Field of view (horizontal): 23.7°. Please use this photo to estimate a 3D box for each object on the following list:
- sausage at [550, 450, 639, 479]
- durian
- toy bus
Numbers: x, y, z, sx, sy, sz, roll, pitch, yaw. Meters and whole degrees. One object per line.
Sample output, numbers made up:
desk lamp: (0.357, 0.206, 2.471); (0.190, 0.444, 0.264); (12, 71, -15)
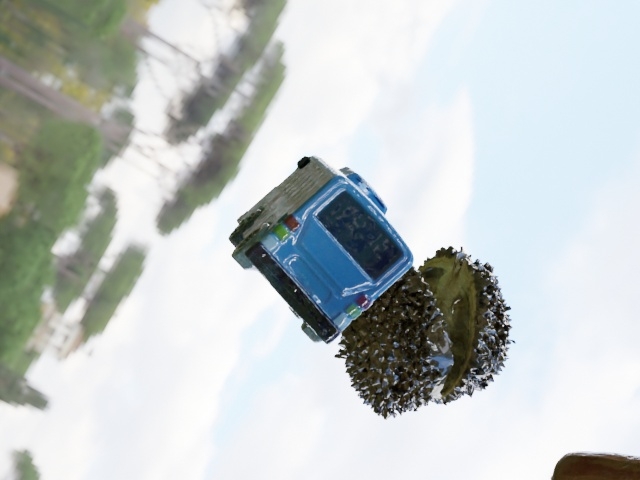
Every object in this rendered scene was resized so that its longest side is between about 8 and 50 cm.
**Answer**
sausage: (0.313, 0.253, 1.529); (0.197, 0.076, 0.076); (1, -120, 49)
durian: (0.106, 0.101, 1.568); (0.196, 0.196, 0.167); (-52, -149, 25)
toy bus: (0.000, 0.000, 1.085); (0.106, 0.090, 0.184); (-43, -170, 2)
